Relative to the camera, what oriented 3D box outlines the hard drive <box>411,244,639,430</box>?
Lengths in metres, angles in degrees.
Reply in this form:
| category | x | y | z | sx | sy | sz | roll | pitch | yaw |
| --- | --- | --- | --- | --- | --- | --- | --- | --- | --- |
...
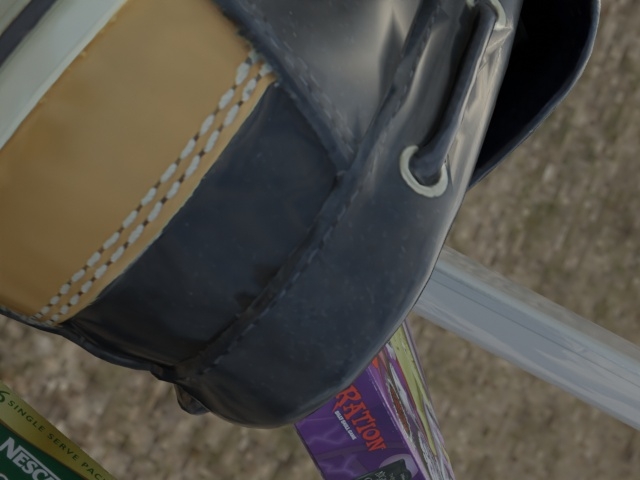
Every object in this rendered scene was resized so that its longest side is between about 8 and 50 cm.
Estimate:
| category | x | y | z | sx | sy | sz | roll | pitch | yaw |
| --- | --- | --- | --- | --- | --- | --- | --- | --- | --- |
| hard drive | 0.147 | 0.060 | 1.344 | 0.047 | 0.353 | 0.233 | -64 | 169 | 5 |

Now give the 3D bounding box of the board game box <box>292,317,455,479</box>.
| category | x | y | z | sx | sy | sz | roll | pitch | yaw |
| --- | --- | --- | --- | --- | --- | --- | --- | --- | --- |
| board game box | 0.000 | 0.000 | 0.877 | 0.056 | 0.347 | 0.208 | -25 | 130 | 9 |

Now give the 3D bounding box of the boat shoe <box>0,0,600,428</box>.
| category | x | y | z | sx | sy | sz | roll | pitch | yaw |
| --- | --- | --- | --- | --- | --- | --- | --- | --- | --- |
| boat shoe | 0.011 | -0.087 | 0.626 | 0.187 | 0.156 | 0.500 | -47 | -175 | 27 |

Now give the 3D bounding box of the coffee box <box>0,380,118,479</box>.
| category | x | y | z | sx | sy | sz | roll | pitch | yaw |
| --- | --- | --- | --- | --- | --- | --- | --- | --- | --- |
| coffee box | -0.170 | 0.145 | 0.764 | 0.184 | 0.113 | 0.040 | -42 | 169 | -50 |
